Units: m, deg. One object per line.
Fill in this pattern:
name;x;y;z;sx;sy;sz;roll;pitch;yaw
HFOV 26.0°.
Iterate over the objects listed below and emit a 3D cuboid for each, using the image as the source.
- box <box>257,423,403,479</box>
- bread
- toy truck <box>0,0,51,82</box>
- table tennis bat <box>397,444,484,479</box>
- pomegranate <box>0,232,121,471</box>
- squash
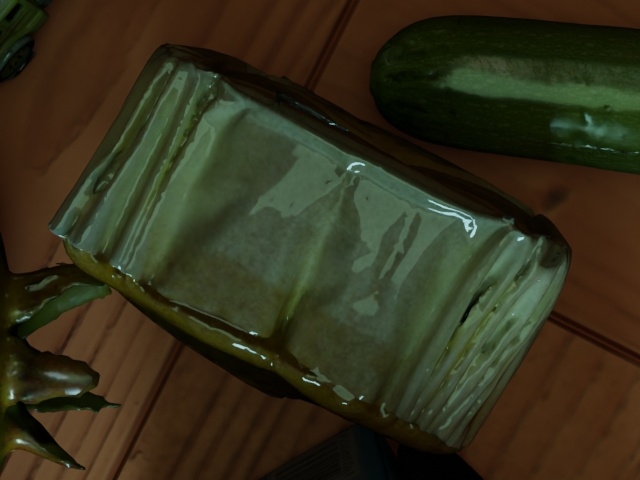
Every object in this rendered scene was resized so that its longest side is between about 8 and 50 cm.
box;-0.015;0.163;0.582;0.143;0.232;0.083;-30;96;1
bread;-0.001;0.001;0.586;0.192;0.210;0.109;28;97;-1
toy truck;-0.137;-0.151;0.631;0.077;0.100;0.169;41;92;0
table tennis bat;0.113;0.174;0.637;0.027;0.150;0.236;-40;116;7
pomegranate;-0.211;0.048;0.592;0.257;0.221;0.220;-4;93;-8
squash;0.142;-0.066;0.652;0.239;0.069;0.069;7;93;0
